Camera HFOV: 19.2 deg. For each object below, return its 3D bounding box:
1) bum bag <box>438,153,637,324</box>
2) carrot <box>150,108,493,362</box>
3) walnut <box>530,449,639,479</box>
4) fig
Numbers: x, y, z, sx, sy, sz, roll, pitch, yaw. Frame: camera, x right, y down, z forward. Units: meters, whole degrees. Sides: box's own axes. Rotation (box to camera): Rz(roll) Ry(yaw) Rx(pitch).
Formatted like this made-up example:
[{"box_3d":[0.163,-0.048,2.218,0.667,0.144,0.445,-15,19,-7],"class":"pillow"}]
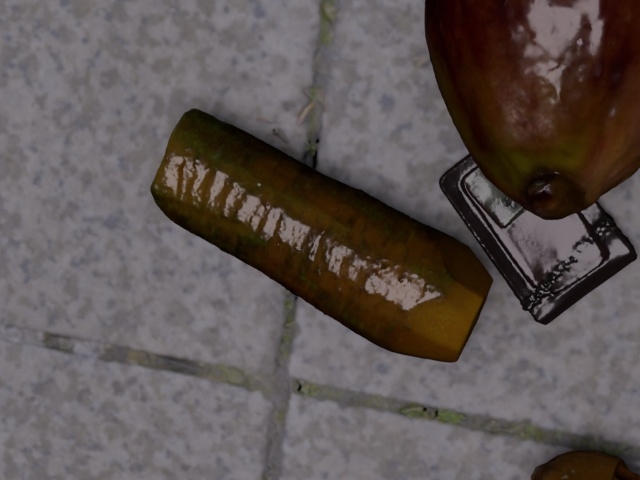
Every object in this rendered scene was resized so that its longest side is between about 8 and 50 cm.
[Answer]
[{"box_3d":[0.184,-0.019,1.612,0.109,0.026,0.159,-36,86,17],"class":"bum bag"},{"box_3d":[0.000,0.000,1.610,0.302,0.114,0.114,28,106,9],"class":"carrot"},{"box_3d":[0.262,0.262,1.606,0.207,0.116,0.116,45,107,1],"class":"walnut"},{"box_3d":[0.189,-0.156,1.488,0.224,0.224,0.263,13,108,10],"class":"fig"}]
